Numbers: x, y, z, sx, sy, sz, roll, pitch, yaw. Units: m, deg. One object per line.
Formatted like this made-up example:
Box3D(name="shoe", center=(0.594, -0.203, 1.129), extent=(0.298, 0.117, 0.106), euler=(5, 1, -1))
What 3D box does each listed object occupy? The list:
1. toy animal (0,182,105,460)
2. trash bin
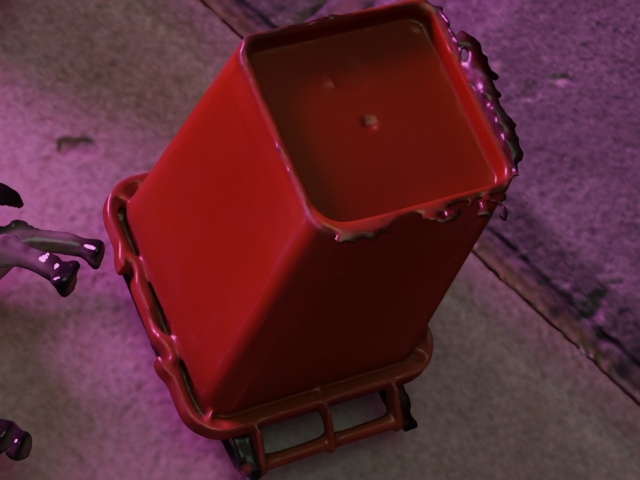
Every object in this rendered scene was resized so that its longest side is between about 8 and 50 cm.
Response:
Box3D(name="toy animal", center=(-0.223, 0.050, 0.961), extent=(0.176, 0.073, 0.217), euler=(17, 56, 7))
Box3D(name="trash bin", center=(0.000, 0.000, 0.959), extent=(0.161, 0.238, 0.184), euler=(-15, 72, -24))
